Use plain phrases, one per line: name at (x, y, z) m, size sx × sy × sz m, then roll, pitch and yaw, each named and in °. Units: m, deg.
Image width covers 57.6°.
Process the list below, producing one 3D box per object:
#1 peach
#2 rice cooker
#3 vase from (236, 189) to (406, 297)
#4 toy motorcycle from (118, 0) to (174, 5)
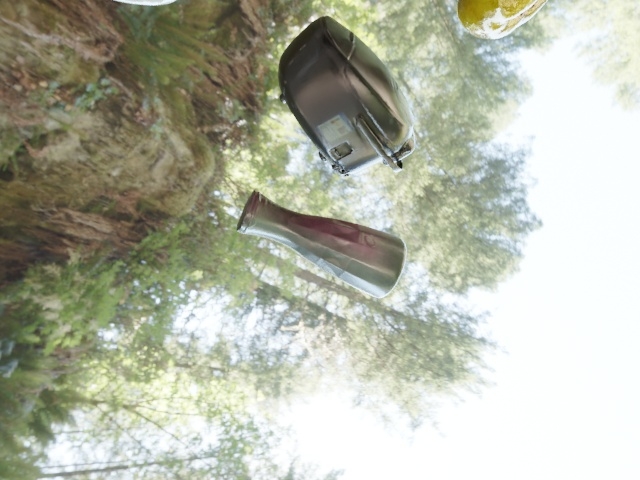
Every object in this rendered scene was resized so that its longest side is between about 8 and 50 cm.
peach at (0.283, -0.379, 0.855) m, size 0.179 × 0.179 × 0.103 m, roll -38°, pitch -96°, yaw 12°
rice cooker at (0.034, -0.167, 0.705) m, size 0.118 × 0.203 × 0.142 m, roll -29°, pitch -154°, yaw 21°
vase at (0.000, 0.000, 0.756) m, size 0.214 × 0.086 × 0.086 m, roll 22°, pitch -97°, yaw -14°
toy motorcycle at (-0.136, -0.161, 0.261) m, size 0.074 × 0.228 × 0.151 m, roll -55°, pitch -136°, yaw 34°
